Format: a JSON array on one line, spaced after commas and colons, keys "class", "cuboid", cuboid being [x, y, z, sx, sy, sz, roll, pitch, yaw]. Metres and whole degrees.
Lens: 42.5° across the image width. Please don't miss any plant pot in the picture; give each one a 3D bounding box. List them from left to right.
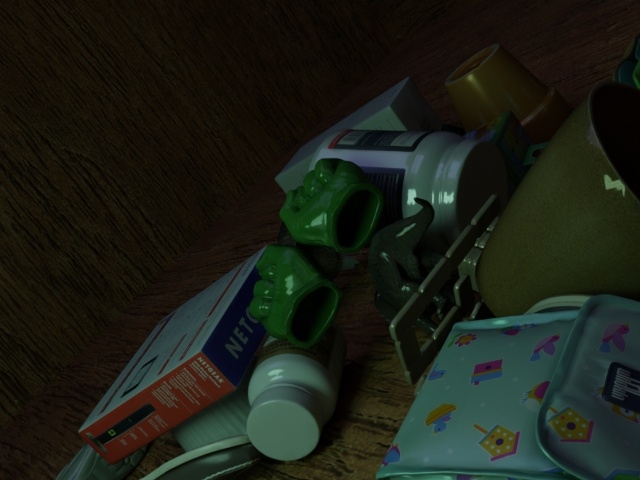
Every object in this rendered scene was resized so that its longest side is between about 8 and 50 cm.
[{"class": "plant pot", "cuboid": [0.347, -0.269, 1.598, 0.205, 0.188, 0.205, -36, 15, 11]}, {"class": "plant pot", "cuboid": [0.300, -0.003, 0.917, 0.254, 0.237, 0.237, -48, 5, 42]}]

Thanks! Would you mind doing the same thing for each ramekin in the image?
[{"class": "ramekin", "cuboid": [-0.165, 0.275, 1.387, 0.207, 0.109, 0.207, -37, 14, 11]}]

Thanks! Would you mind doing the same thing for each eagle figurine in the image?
[{"class": "eagle figurine", "cuboid": [0.007, 0.001, 1.570, 0.225, 0.226, 0.298, 5, -72, -61]}]

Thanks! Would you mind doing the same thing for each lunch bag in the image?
[{"class": "lunch bag", "cuboid": [0.212, 0.165, 0.698, 0.262, 0.160, 0.223, -13, 25, 38]}]

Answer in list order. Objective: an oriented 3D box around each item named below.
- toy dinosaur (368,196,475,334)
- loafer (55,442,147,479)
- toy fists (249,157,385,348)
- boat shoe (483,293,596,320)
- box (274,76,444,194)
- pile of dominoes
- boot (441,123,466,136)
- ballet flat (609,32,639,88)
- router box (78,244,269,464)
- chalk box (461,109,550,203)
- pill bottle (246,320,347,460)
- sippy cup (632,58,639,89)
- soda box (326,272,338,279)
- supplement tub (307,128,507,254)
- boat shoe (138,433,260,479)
[{"class": "toy dinosaur", "cuboid": [0.122, 0.053, 1.155, 0.160, 0.313, 0.121, 24, 69, 32]}, {"class": "loafer", "cuboid": [-0.436, 0.439, 1.559, 0.111, 0.112, 0.319, -14, 28, 41]}, {"class": "toy fists", "cuboid": [-0.017, 0.012, 1.196, 0.142, 0.096, 0.279, 35, 104, 58]}, {"class": "boat shoe", "cuboid": [0.225, 0.131, 0.887, 0.092, 0.103, 0.285, -54, 16, -29]}, {"class": "box", "cuboid": [0.108, -0.167, 1.835, 0.345, 0.215, 0.168, -28, 18, 35]}, {"class": "pile of dominoes", "cuboid": [0.163, 0.075, 1.027, 0.040, 0.196, 0.251, 21, 56, 35]}, {"class": "boot", "cuboid": [0.306, -0.202, 1.723, 0.045, 0.099, 0.121, 94, 179, -49]}, {"class": "ballet flat", "cuboid": [0.544, -0.282, 1.424, 0.232, 0.080, 0.073, -49, -11, -41]}, {"class": "router box", "cuboid": [-0.214, 0.184, 1.381, 0.301, 0.082, 0.335, -34, 14, 29]}, {"class": "chalk box", "cuboid": [0.294, -0.118, 1.383, 0.213, 0.132, 0.132, -29, 17, 38]}, {"class": "pill bottle", "cuboid": [-0.036, 0.211, 1.215, 0.131, 0.131, 0.229, -34, 16, 21]}, {"class": "sippy cup", "cuboid": [0.568, -0.281, 1.063, 0.305, 0.240, 0.224, 98, -168, -49]}, {"class": "soda box", "cuboid": [-0.053, 0.105, 1.724, 0.181, 0.058, 0.061, -41, 15, -9]}, {"class": "supplement tub", "cuboid": [0.132, -0.077, 1.287, 0.272, 0.191, 0.191, 8, 44, 38]}, {"class": "boat shoe", "cuboid": [-0.210, 0.378, 1.216, 0.324, 0.097, 0.116, -30, -23, 22]}]
